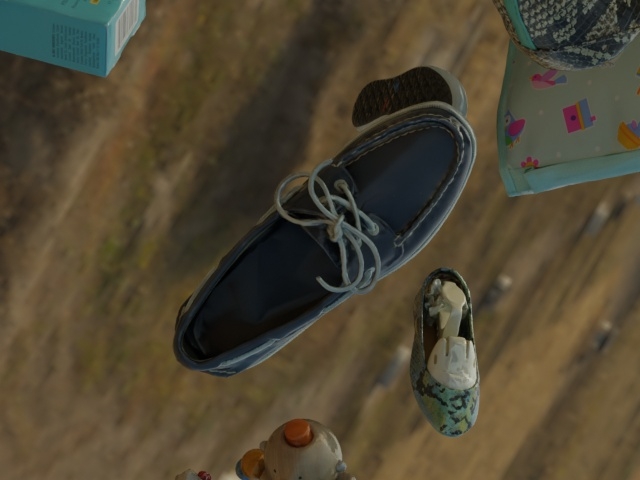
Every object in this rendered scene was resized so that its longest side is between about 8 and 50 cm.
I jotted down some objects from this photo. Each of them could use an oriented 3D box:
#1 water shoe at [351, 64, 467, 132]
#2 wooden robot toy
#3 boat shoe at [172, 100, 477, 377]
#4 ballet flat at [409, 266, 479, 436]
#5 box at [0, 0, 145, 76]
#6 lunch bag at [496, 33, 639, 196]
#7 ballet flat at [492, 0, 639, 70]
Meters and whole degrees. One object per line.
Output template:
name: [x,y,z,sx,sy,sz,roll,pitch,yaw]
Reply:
water shoe: [0.107,-0.129,1.815,0.203,0.080,0.073,12,-97,64]
wooden robot toy: [-0.004,0.120,0.832,0.076,0.173,0.079,-51,147,-41]
boat shoe: [0.000,0.000,1.245,0.254,0.095,0.079,-36,177,9]
ballet flat: [0.119,0.098,1.728,0.188,0.070,0.070,-96,-161,-46]
box: [-0.285,-0.224,1.626,0.100,0.244,0.060,-67,168,-45]
lunch bag: [0.296,-0.154,1.774,0.160,0.223,0.262,52,42,-37]
ballet flat: [0.276,-0.362,1.443,0.483,0.164,0.182,-58,142,-12]
